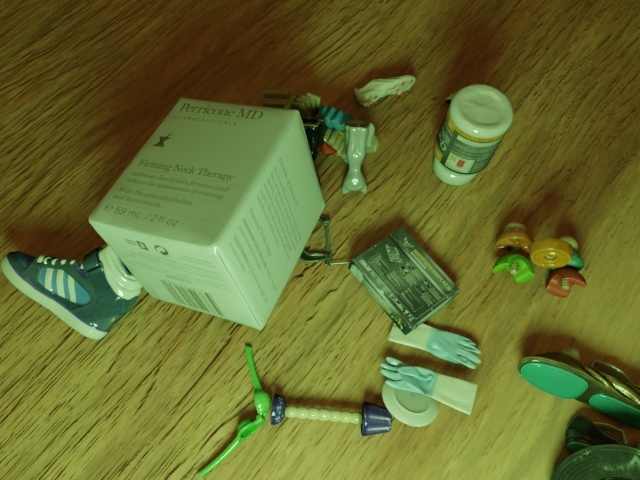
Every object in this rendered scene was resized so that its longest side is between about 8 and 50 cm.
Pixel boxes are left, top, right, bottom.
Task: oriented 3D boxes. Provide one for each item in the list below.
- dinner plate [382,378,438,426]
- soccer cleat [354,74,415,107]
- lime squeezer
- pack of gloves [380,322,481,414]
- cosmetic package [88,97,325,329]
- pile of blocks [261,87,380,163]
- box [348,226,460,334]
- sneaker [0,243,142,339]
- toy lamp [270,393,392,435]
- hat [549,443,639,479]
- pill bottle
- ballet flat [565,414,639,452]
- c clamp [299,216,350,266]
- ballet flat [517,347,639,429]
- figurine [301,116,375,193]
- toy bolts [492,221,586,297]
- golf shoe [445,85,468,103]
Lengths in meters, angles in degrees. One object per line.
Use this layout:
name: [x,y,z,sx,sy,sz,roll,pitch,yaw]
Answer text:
dinner plate: [0.214,0.369,1.277,0.141,0.017,0.141,13,40,-11]
soccer cleat: [0.197,-0.474,1.666,0.196,0.068,0.076,-24,66,-9]
lime squeezer: [-0.179,0.402,1.258,0.110,0.059,0.310,17,67,5]
pack of gloves: [0.267,0.303,1.323,0.232,0.046,0.195,17,52,14]
cosmetic package: [-0.232,-0.069,1.261,0.330,0.327,0.393,11,57,22]
pile of blocks: [-0.015,-0.317,1.539,0.362,0.149,0.112,22,66,7]
box: [0.214,0.099,1.397,0.183,0.056,0.231,-32,71,-25]
sneaker: [-0.583,0.061,1.325,0.323,0.130,0.236,37,89,4]
toy lamp: [0.026,0.403,1.256,0.275,0.080,0.080,7,66,3]
hat: [0.668,0.570,1.158,0.331,0.331,0.134,50,30,18]
pill bottle: [0.397,-0.273,1.465,0.162,0.278,0.162,1,65,-2]
ballet flat: [0.706,0.485,1.239,0.281,0.095,0.096,27,55,10]
c clamp: [0.000,0.000,1.469,0.137,0.022,0.160,-9,68,-1]
ballet flat: [0.641,0.330,1.304,0.343,0.116,0.124,22,46,7]
figurine: [0.036,-0.222,1.489,0.215,0.209,0.092,2,27,-1]
toy bolts: [0.590,0.021,1.397,0.229,0.218,0.158,23,59,-12]
golf shoe: [0.436,-0.376,1.642,0.086,0.069,0.176,-21,63,11]
